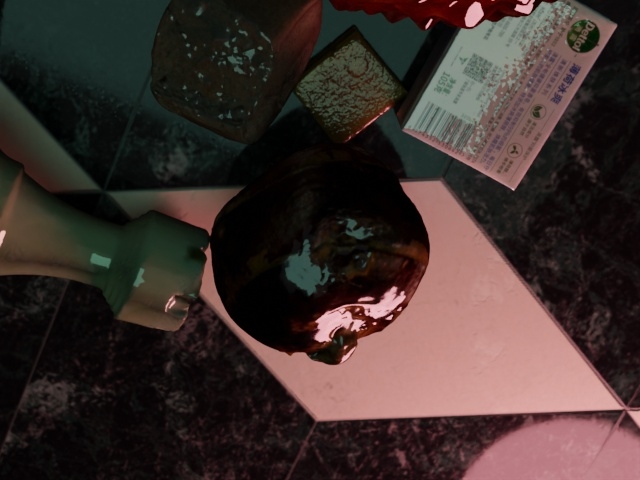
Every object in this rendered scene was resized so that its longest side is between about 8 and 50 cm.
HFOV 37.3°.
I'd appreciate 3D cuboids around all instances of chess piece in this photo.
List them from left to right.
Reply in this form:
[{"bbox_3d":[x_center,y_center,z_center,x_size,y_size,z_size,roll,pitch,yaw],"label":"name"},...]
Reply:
[{"bbox_3d":[-0.274,-0.002,0.980,0.299,0.194,0.194,19,108,-17],"label":"chess piece"}]

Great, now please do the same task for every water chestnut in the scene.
[{"bbox_3d":[0.000,0.000,0.972,0.224,0.238,0.223,-11,140,-9],"label":"water chestnut"}]

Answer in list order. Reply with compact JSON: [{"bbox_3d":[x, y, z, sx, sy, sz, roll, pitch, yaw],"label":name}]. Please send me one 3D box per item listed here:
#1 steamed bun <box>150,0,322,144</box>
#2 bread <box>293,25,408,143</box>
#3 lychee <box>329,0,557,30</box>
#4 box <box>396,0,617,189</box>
[{"bbox_3d":[-0.090,-0.192,0.934,0.145,0.106,0.175,27,107,7],"label":"steamed bun"},{"bbox_3d":[0.029,-0.160,0.993,0.094,0.035,0.090,-37,106,12],"label":"bread"},{"bbox_3d":[0.065,-0.392,0.732,0.424,0.425,0.500,-47,64,14],"label":"lychee"},{"bbox_3d":[0.185,-0.172,0.969,0.139,0.073,0.194,27,107,-9],"label":"box"}]
